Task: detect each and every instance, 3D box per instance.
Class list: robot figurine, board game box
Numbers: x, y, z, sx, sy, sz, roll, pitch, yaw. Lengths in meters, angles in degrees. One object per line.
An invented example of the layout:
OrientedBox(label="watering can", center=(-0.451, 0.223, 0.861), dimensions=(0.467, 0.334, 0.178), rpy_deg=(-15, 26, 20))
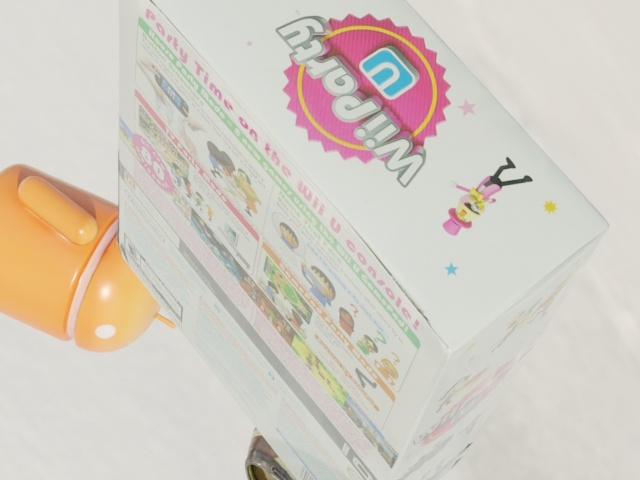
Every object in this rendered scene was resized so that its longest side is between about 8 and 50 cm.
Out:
OrientedBox(label="robot figurine", center=(-0.222, 0.015, 1.592), dimensions=(0.219, 0.158, 0.128), rpy_deg=(24, 25, 7))
OrientedBox(label="board game box", center=(0.000, 0.000, 0.912), dimensions=(0.224, 0.097, 0.303), rpy_deg=(50, -19, 14))

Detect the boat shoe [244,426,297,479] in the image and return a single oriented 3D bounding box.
OrientedBox(label="boat shoe", center=(-0.031, 0.222, 1.575), dimensions=(0.049, 0.056, 0.152), rpy_deg=(-52, 130, -40))
